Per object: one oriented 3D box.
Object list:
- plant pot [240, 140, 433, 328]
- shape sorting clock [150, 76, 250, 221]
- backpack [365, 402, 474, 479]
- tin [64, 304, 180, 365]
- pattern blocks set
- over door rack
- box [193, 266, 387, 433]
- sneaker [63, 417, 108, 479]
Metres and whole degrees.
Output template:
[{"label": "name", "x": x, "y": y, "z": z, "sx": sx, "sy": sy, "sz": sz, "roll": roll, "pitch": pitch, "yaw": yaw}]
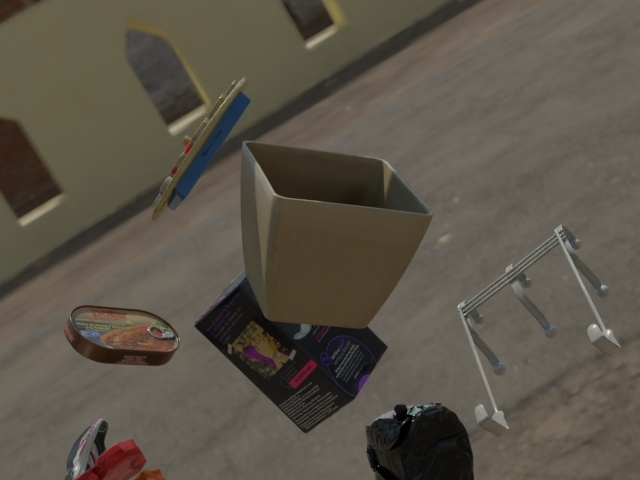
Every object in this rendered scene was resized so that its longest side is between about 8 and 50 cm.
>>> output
[{"label": "plant pot", "x": 0.000, "y": 0.000, "z": 0.772, "sx": 0.109, "sy": 0.096, "sz": 0.109, "roll": 5, "pitch": 22, "yaw": -19}, {"label": "shape sorting clock", "x": -0.149, "y": -0.112, "z": 1.372, "sx": 0.206, "sy": 0.040, "sz": 0.206, "roll": -54, "pitch": 9, "yaw": 12}, {"label": "backpack", "x": 0.133, "y": 0.289, "z": 1.529, "sx": 0.115, "sy": 0.152, "sz": 0.182, "roll": -6, "pitch": -4, "yaw": -19}, {"label": "tin", "x": -0.306, "y": 0.148, "z": 1.748, "sx": 0.190, "sy": 0.106, "sz": 0.040, "roll": 9, "pitch": -56, "yaw": -41}, {"label": "pattern blocks set", "x": -0.277, "y": 0.314, "z": 1.129, "sx": 0.285, "sy": 0.026, "sz": 0.325, "roll": -33, "pitch": -17, "yaw": -17}, {"label": "over door rack", "x": 0.343, "y": 0.147, "z": 1.779, "sx": 0.239, "sy": 0.108, "sz": 0.324, "roll": -42, "pitch": 23, "yaw": 22}, {"label": "box", "x": -0.048, "y": 0.161, "z": 1.907, "sx": 0.143, "sy": 0.270, "sz": 0.165, "roll": -40, "pitch": 6, "yaw": 39}, {"label": "sneaker", "x": -0.389, "y": 0.392, "z": 1.920, "sx": 0.072, "sy": 0.077, "sz": 0.178, "roll": -36, "pitch": 29, "yaw": 45}]
